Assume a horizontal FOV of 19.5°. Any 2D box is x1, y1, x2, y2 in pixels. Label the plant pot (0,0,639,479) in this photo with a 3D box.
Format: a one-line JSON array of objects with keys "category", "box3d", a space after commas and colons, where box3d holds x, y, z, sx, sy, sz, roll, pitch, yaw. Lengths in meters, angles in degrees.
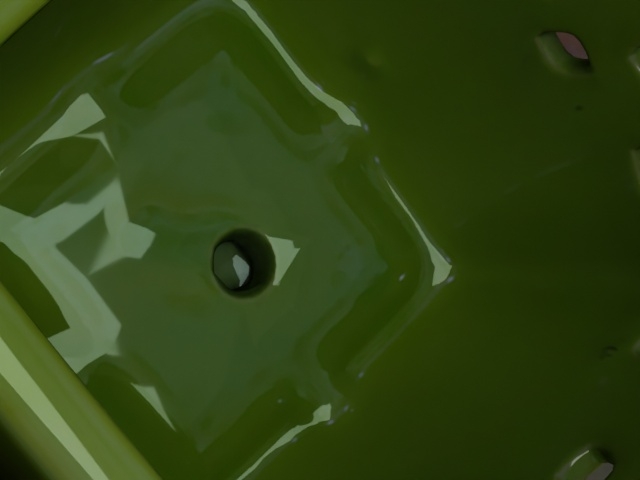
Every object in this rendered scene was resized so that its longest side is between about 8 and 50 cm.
[{"category": "plant pot", "box3d": [0.000, 0.000, 0.474, 0.227, 0.207, 0.228, -44, 105, -23]}]
